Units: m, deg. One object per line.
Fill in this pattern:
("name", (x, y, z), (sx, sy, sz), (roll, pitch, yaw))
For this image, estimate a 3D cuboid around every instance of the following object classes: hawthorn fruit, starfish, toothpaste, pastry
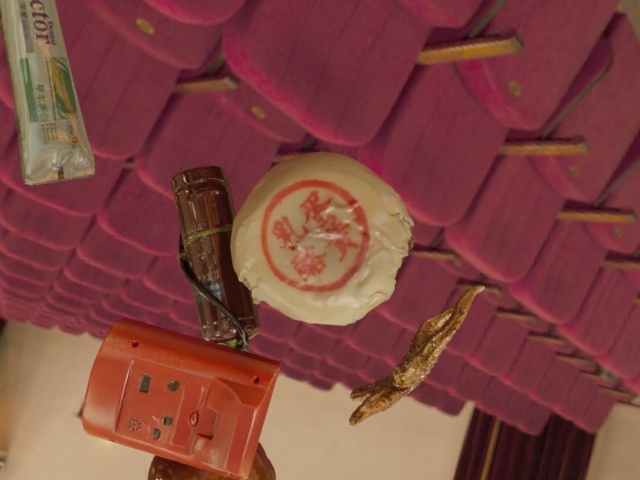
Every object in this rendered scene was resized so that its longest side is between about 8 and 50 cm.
("hawthorn fruit", (-0.224, 0.491, 1.500), (0.268, 0.268, 0.300), (9, 128, 34))
("starfish", (0.139, 0.197, 1.145), (0.060, 0.299, 0.302), (48, -158, 5))
("toothpaste", (-0.228, -0.155, 0.590), (0.041, 0.218, 0.064), (-2, -170, 45))
("pastry", (0.002, -0.001, 1.053), (0.265, 0.264, 0.133), (20, 179, -7))

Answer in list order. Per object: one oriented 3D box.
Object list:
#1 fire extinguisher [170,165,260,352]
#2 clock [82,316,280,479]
("fire extinguisher", (-0.175, 0.058, 1.209), (0.105, 0.341, 0.141), (-5, 167, -33))
("clock", (-0.125, 0.143, 0.647), (0.155, 0.113, 0.061), (16, -167, 2))
